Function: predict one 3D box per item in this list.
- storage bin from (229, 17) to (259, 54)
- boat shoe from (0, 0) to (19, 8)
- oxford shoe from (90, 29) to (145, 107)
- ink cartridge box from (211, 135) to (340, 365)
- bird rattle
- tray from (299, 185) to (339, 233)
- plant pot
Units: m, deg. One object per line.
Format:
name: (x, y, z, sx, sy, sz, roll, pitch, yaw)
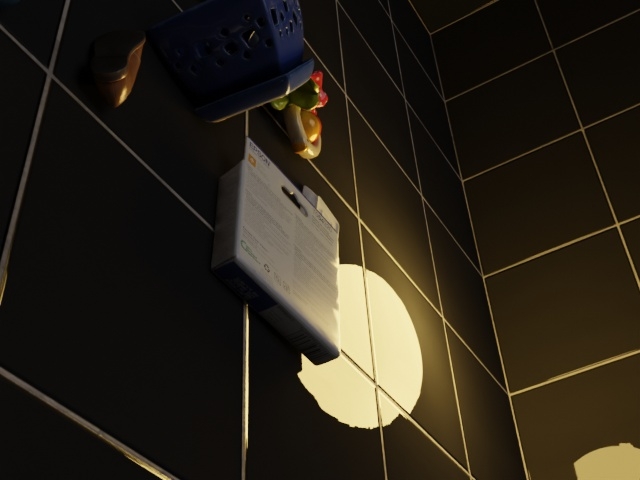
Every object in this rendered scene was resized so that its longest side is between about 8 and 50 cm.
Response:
storage bin: (-0.173, -0.405, 1.902, 0.135, 0.091, 0.098, 68, 21, 3)
boat shoe: (-0.440, -0.449, 1.285, 0.089, 0.109, 0.258, 36, 34, -47)
oxford shoe: (-0.325, -0.281, 1.463, 0.212, 0.076, 0.076, -86, 176, -55)
ink cartridge box: (-0.075, 0.019, 1.713, 0.324, 0.071, 0.330, 47, 27, -35)
bird rattle: (-0.052, -0.288, 2.096, 0.253, 0.143, 0.206, -11, 90, -82)
tray: (0.000, 0.000, 1.976, 0.145, 0.030, 0.270, 53, 24, -29)
plant pot: (-0.148, -0.360, 1.728, 0.212, 0.236, 0.236, 68, 19, -12)
